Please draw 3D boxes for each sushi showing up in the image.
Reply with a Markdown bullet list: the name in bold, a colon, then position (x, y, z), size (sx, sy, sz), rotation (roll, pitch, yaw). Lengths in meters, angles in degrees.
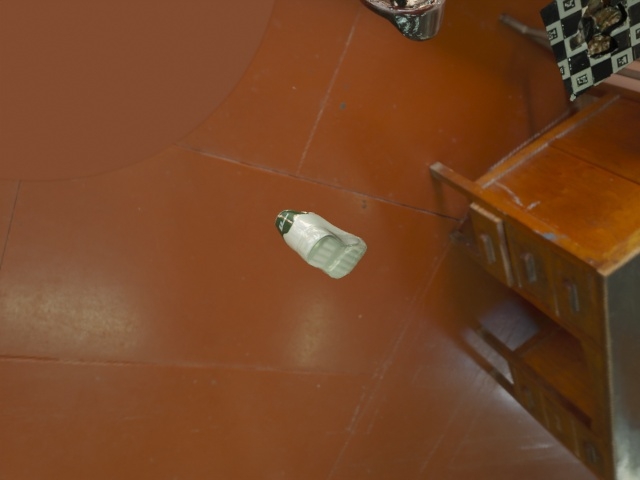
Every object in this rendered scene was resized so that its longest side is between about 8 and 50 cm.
- **sushi**: position (0.511, -0.399, 1.035), size (0.192, 0.040, 0.210), rotation (-33, 125, 14)

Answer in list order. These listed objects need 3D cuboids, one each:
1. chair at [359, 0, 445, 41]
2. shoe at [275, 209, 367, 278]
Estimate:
- **chair**: position (0.193, -0.644, 1.195), size (0.226, 0.226, 0.401), rotation (-23, 151, -15)
- **shoe**: position (0.000, 0.000, 1.516), size (0.132, 0.160, 0.363), rotation (-53, 156, 8)
